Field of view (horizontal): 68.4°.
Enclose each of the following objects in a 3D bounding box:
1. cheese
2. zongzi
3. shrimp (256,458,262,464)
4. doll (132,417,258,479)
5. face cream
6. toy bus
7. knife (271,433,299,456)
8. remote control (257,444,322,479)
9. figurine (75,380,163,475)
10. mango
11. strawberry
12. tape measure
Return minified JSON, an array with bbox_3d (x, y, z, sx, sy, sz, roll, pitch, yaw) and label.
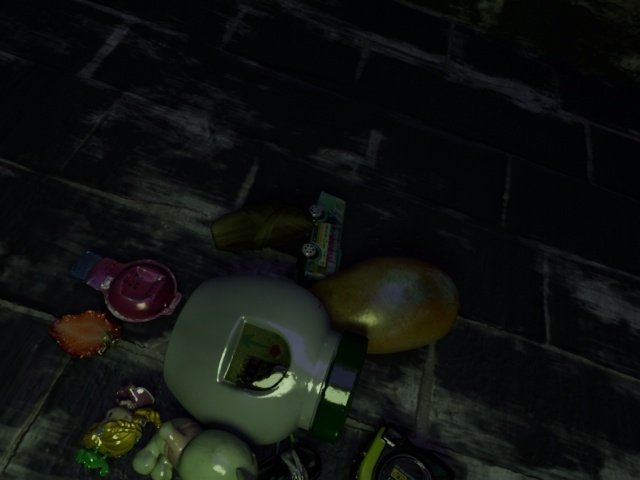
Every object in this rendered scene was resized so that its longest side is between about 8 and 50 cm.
[{"bbox_3d":[-0.427,0.097,1.040,0.244,0.062,0.155,22,55,1],"label":"cheese"},{"bbox_3d":[-0.136,-0.022,1.100,0.220,0.242,0.112,-20,107,-15],"label":"zongzi"},{"bbox_3d":[-0.105,0.499,0.888,0.124,0.034,0.178,-33,62,-32],"label":"shrimp"},{"bbox_3d":[-0.202,0.374,0.818,0.274,0.155,0.113,-6,43,31],"label":"doll"},{"bbox_3d":[-0.103,0.233,0.925,0.356,0.219,0.313,18,77,7],"label":"face cream"},{"bbox_3d":[0.000,0.000,1.197,0.109,0.091,0.262,17,58,-12],"label":"toy bus"},{"bbox_3d":[-0.066,0.358,0.996,0.054,0.015,0.212,10,57,-9],"label":"knife"},{"bbox_3d":[-0.112,0.453,0.860,0.265,0.066,0.090,-20,54,-27],"label":"remote control"},{"bbox_3d":[-0.366,0.361,0.878,0.115,0.094,0.156,41,37,-12],"label":"figurine"},{"bbox_3d":[0.136,0.145,1.077,0.383,0.199,0.222,-1,77,-5],"label":"mango"},{"bbox_3d":[-0.483,0.194,0.976,0.152,0.048,0.104,13,62,11],"label":"strawberry"},{"bbox_3d":[0.144,0.480,0.919,0.199,0.112,0.186,33,49,14],"label":"tape measure"}]
